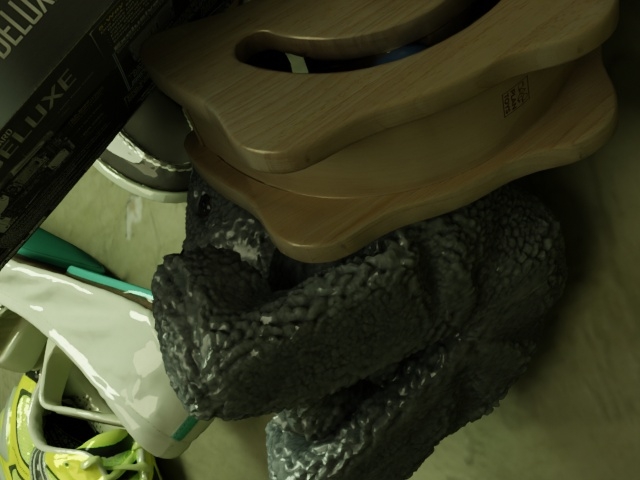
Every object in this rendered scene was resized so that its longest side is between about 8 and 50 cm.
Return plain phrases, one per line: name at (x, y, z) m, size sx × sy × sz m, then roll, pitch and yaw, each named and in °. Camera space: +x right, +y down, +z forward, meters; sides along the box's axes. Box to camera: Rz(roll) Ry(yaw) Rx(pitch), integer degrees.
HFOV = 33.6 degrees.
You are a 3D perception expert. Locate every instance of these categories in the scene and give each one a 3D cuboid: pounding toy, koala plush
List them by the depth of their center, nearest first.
pounding toy at (0.051, -0.121, 0.452) m, size 0.155 × 0.270 × 0.154 m, roll 69°, pitch 177°, yaw -52°
koala plush at (0.000, 0.000, 0.590) m, size 0.221 × 0.203 × 0.196 m, roll 52°, pitch 174°, yaw 42°

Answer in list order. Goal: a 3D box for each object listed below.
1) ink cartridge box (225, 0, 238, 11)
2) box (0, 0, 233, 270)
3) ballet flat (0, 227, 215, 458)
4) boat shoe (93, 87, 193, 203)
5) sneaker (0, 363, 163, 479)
ink cartridge box at (-0.154, -0.225, 0.655) m, size 0.088 × 0.235 × 0.193 m, roll 37°, pitch 128°, yaw 38°
box at (-0.106, -0.117, 0.504) m, size 0.076 × 0.307 × 0.242 m, roll 40°, pitch 175°, yaw -4°
ballet flat at (-0.221, 0.068, 0.885) m, size 0.400 × 0.139 × 0.139 m, roll 21°, pitch 116°, yaw 43°
boat shoe at (-0.153, -0.114, 0.806) m, size 0.228 × 0.081 × 0.068 m, roll 47°, pitch 136°, yaw 35°
sneaker at (-0.182, 0.252, 0.901) m, size 0.385 × 0.145 × 0.147 m, roll 42°, pitch 130°, yaw 33°
